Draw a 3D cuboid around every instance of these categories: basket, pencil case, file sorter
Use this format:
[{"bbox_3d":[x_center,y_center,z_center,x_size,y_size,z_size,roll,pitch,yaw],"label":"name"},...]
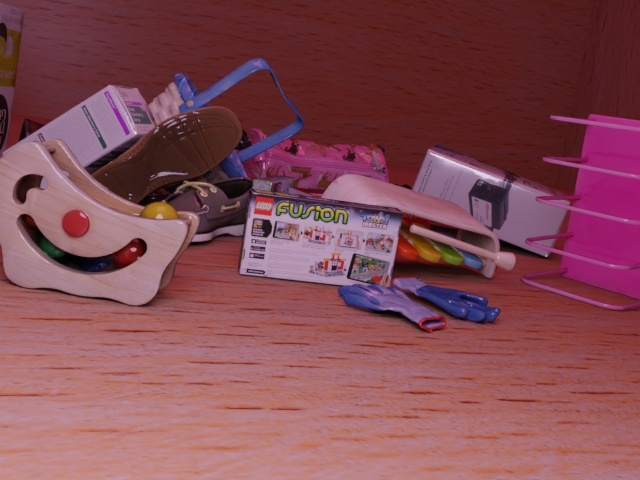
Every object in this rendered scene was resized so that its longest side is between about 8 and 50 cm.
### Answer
[{"bbox_3d":[-0.183,-0.196,1.472,0.201,0.289,0.255,58,4,24],"label":"basket"},{"bbox_3d":[-0.018,-0.181,1.983,0.386,0.167,0.160,3,44,-29],"label":"pencil case"},{"bbox_3d":[0.460,-0.051,1.295,0.182,0.290,0.202,-4,16,-42],"label":"file sorter"}]

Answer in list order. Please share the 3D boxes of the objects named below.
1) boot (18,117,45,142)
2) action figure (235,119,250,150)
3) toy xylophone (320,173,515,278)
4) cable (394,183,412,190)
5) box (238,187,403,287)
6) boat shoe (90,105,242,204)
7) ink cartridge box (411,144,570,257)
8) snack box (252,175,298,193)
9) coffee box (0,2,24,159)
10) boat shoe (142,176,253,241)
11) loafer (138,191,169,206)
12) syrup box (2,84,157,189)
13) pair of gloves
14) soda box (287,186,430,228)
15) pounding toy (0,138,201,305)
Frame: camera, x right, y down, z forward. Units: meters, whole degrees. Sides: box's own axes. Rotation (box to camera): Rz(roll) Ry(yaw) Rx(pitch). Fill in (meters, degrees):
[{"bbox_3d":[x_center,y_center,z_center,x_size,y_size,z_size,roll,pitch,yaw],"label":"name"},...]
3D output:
[{"bbox_3d":[-0.565,-0.203,1.902,0.281,0.096,0.264,14,1,-16],"label":"boot"},{"bbox_3d":[-0.280,-0.154,1.663,0.276,0.140,0.164,-17,19,2],"label":"action figure"},{"bbox_3d":[0.153,-0.013,1.240,0.323,0.081,0.236,16,19,-21],"label":"toy xylophone"},{"bbox_3d":[0.249,-0.121,2.194,0.185,0.047,0.151,1,13,-41],"label":"cable"},{"bbox_3d":[0.000,0.000,1.081,0.207,0.114,0.036,8,11,-11],"label":"box"},{"bbox_3d":[-0.261,-0.132,1.298,0.285,0.104,0.089,-28,16,-6],"label":"boat shoe"},{"bbox_3d":[0.361,-0.091,1.722,0.308,0.129,0.223,22,12,9],"label":"ink cartridge box"},{"bbox_3d":[-0.080,-0.057,1.369,0.037,0.100,0.141,12,10,14],"label":"snack box"},{"bbox_3d":[-0.801,-0.319,1.520,0.338,0.334,0.337,11,9,-2],"label":"coffee box"},{"bbox_3d":[-0.191,-0.052,1.266,0.109,0.091,0.305,13,11,22],"label":"boat shoe"},{"bbox_3d":[-0.347,-0.094,1.397,0.220,0.078,0.080,15,11,31],"label":"loafer"},{"bbox_3d":[-0.398,-0.161,1.341,0.237,0.096,0.093,-26,1,15],"label":"syrup box"},{"bbox_3d":[0.127,0.079,1.020,0.198,0.023,0.159,-1,16,-41],"label":"pair of gloves"},{"bbox_3d":[0.068,-0.035,1.403,0.263,0.092,0.083,2,12,-32],"label":"soda box"},{"bbox_3d":[-0.268,-0.032,0.899,0.270,0.154,0.155,10,10,1],"label":"pounding toy"}]
